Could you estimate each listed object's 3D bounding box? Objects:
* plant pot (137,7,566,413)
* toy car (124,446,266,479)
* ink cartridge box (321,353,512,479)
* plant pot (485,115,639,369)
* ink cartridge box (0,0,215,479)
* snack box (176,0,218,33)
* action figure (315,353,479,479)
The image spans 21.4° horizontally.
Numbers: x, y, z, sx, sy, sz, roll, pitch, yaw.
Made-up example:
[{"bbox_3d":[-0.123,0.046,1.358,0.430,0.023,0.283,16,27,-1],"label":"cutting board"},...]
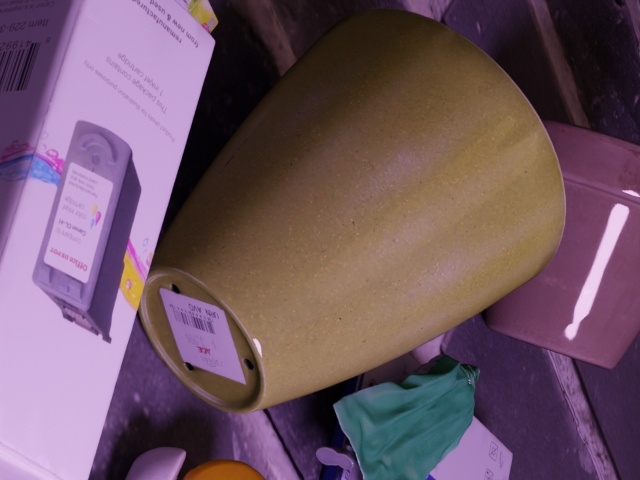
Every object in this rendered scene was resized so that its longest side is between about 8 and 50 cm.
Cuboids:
[{"bbox_3d":[0.000,0.000,1.366,0.293,0.275,0.274,-38,121,-34],"label":"plant pot"},{"bbox_3d":[-0.097,0.258,1.288,0.182,0.159,0.136,-63,177,-47],"label":"toy car"},{"bbox_3d":[0.083,0.216,1.632,0.332,0.065,0.165,47,50,-48],"label":"ink cartridge box"},{"bbox_3d":[0.285,0.011,1.826,0.263,0.263,0.229,21,87,-56],"label":"plant pot"},{"bbox_3d":[-0.216,-0.015,1.012,0.131,0.226,0.306,40,56,-48],"label":"ink cartridge box"},{"bbox_3d":[-0.142,-0.171,1.318,0.141,0.037,0.100,-58,133,-42],"label":"snack box"},{"bbox_3d":[0.081,0.163,1.512,0.232,0.063,0.137,-31,112,-51],"label":"action figure"}]
